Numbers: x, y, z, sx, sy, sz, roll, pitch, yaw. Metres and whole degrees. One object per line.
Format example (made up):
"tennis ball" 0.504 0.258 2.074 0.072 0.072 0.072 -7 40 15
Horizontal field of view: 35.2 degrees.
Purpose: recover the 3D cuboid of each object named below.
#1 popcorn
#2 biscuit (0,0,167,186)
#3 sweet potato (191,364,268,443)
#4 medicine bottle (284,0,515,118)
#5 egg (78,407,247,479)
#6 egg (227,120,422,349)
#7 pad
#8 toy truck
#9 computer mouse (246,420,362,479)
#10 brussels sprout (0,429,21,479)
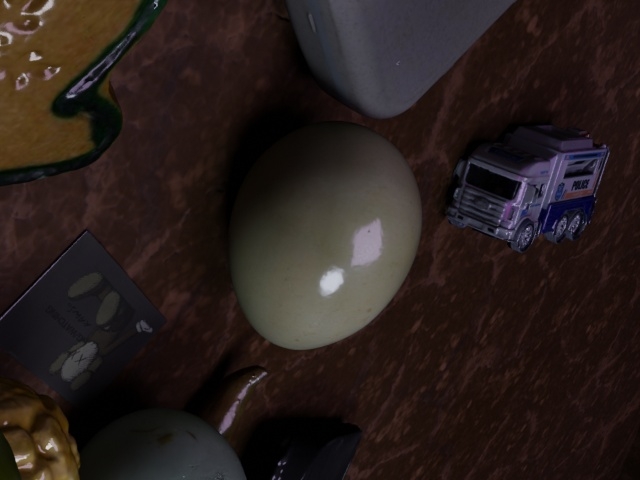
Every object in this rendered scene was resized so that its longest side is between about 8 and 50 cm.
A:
"popcorn" -0.279 0.192 0.838 0.180 0.170 0.180 -1 90 -82
"biscuit" -0.224 -0.114 0.629 0.344 0.057 0.287 -35 151 1
"sweet potato" -0.147 0.254 1.173 0.274 0.067 0.067 -56 149 7
"medicine bottle" 0.121 -0.307 0.966 0.375 0.123 0.282 -47 147 -17
"egg" -0.172 0.297 1.037 0.203 0.203 0.282 -26 141 -41
"egg" 0.000 0.000 1.018 0.189 0.188 0.253 -19 140 -46
"pad" -0.225 0.083 0.959 0.127 0.004 0.190 -48 148 -14
"toy truck" 0.297 -0.083 1.426 0.268 0.124 0.155 -10 119 -53
"computer mouse" -0.035 0.324 1.378 0.168 0.087 0.295 -66 161 3
"brussels sprout" -0.344 0.201 0.650 0.316 0.274 0.242 -56 172 8
